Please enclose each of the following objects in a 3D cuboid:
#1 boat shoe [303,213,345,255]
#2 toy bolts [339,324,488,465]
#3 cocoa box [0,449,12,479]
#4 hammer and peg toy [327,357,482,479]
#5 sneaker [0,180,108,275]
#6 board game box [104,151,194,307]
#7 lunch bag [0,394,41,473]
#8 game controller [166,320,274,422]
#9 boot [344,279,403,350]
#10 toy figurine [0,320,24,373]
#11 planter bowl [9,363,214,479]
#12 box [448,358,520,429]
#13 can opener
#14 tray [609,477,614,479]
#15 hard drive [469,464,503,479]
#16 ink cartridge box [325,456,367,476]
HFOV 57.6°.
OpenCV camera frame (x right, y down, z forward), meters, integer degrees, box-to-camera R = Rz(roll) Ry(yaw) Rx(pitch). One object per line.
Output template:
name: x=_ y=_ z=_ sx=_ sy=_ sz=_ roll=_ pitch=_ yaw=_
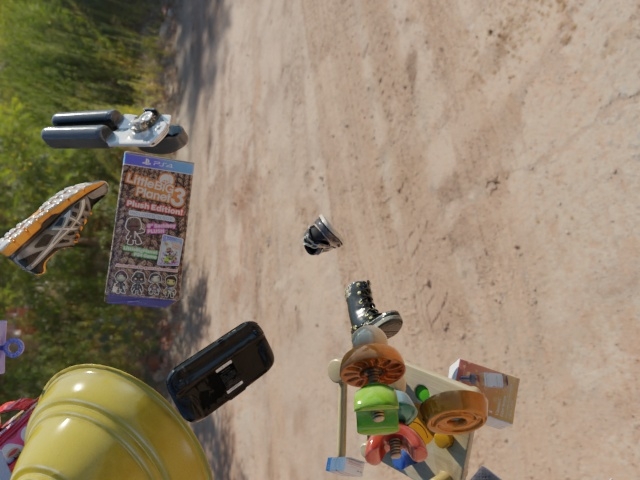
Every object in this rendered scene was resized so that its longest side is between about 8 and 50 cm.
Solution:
boat shoe: x=0.000 y=0.000 z=1.156 sx=0.065 sy=0.075 sz=0.206 roll=-39 pitch=-2 yaw=-5
toy bolts: x=0.141 y=0.242 z=0.938 sx=0.228 sy=0.218 sz=0.158 roll=86 pitch=-178 yaw=-48
cocoa box: x=-0.488 y=0.395 z=0.598 sx=0.228 sy=0.231 sz=0.347 roll=60 pitch=180 yaw=12
hammer and peg toy: x=0.181 y=0.405 z=1.338 sx=0.361 sy=0.127 sz=0.266 roll=14 pitch=101 yaw=40
sneaker: x=-0.449 y=-0.029 z=1.011 sx=0.084 sy=0.083 sz=0.215 roll=0 pitch=40 yaw=47
board game box: x=-0.372 y=-0.011 z=1.255 sx=0.232 sy=0.141 sz=0.291 roll=153 pitch=123 yaw=-67
lunch bag: x=-0.541 y=0.416 z=1.171 sx=0.293 sy=0.258 sz=0.120 roll=-40 pitch=16 yaw=20
game controller: x=-0.271 y=0.364 z=1.633 sx=0.067 sy=0.319 sz=0.166 roll=3 pitch=119 yaw=52
boot: x=0.128 y=0.179 z=1.527 sx=0.236 sy=0.085 sz=0.178 roll=126 pitch=140 yaw=-56
toy figurine: x=-0.686 y=0.236 z=1.104 sx=0.191 sy=0.217 sz=0.362 roll=152 pitch=117 yaw=-70
planter bowl: x=-0.210 y=0.230 z=0.528 sx=0.090 sy=0.217 sz=0.217 roll=-36 pitch=-31 yaw=-62
box: x=0.428 y=0.412 z=1.560 sx=0.091 sy=0.170 sz=0.130 roll=103 pitch=-175 yaw=-63
can opener: x=-0.370 y=-0.184 z=1.027 sx=0.093 sy=0.280 sz=0.074 roll=66 pitch=-142 yaw=-49
tray: x=0.647 y=0.704 z=1.347 sx=0.270 sy=0.145 sz=0.030 roll=-49 pitch=20 yaw=-28
hard drive: x=0.483 y=0.746 z=1.538 sx=0.255 sy=0.054 sz=0.172 roll=40 pitch=90 yaw=30
ink cartridge box: x=0.054 y=0.455 z=1.170 sx=0.083 sy=0.048 sz=0.028 roll=-30 pitch=40 yaw=52
